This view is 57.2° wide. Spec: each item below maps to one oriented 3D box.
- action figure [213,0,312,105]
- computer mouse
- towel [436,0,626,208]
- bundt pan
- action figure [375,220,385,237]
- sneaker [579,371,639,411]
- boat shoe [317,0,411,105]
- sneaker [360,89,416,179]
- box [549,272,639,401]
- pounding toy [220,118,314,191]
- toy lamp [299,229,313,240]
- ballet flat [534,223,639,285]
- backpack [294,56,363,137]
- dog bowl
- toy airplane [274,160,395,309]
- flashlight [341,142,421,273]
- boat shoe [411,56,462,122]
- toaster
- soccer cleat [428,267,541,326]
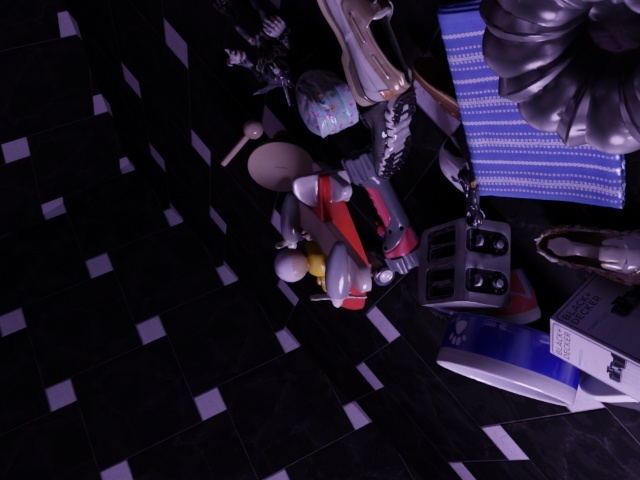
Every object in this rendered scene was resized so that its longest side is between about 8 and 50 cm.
[{"bbox_3d":[-0.133,-0.432,1.290,0.275,0.164,0.141,59,-161,4],"label":"action figure"},{"bbox_3d":[0.241,-0.116,1.035,0.193,0.042,0.106,-95,-16,-52],"label":"computer mouse"},{"bbox_3d":[0.306,-0.193,0.850,0.243,0.040,0.335,10,134,41],"label":"towel"},{"bbox_3d":[0.320,-0.229,0.641,0.331,0.124,0.330,30,148,21],"label":"bundt pan"},{"bbox_3d":[0.177,-0.006,1.487,0.115,0.030,0.038,51,154,19],"label":"action figure"},{"bbox_3d":[0.577,0.278,1.009,0.147,0.104,0.296,42,167,-3],"label":"sneaker"},{"bbox_3d":[0.076,-0.391,1.018,0.103,0.113,0.302,-7,116,39],"label":"boat shoe"},{"bbox_3d":[0.129,-0.228,1.185,0.106,0.078,0.234,45,153,28],"label":"sneaker"},{"bbox_3d":[0.512,0.159,0.867,0.290,0.169,0.087,32,150,45],"label":"box"},{"bbox_3d":[-0.128,-0.246,1.612,0.237,0.110,0.183,24,135,-24],"label":"pounding toy"},{"bbox_3d":[-0.011,0.000,1.818,0.275,0.080,0.080,34,152,36],"label":"toy lamp"},{"bbox_3d":[0.435,0.021,0.910,0.241,0.077,0.091,7,93,61],"label":"ballet flat"},{"bbox_3d":[0.014,-0.286,1.234,0.151,0.115,0.182,58,176,-29],"label":"backpack"},{"bbox_3d":[0.372,0.234,1.160,0.265,0.104,0.265,19,169,4],"label":"dog bowl"},{"bbox_3d":[0.000,0.000,1.480,0.384,0.273,0.386,59,172,11],"label":"toy airplane"},{"bbox_3d":[0.145,-0.070,1.357,0.304,0.103,0.103,59,161,-19],"label":"flashlight"},{"bbox_3d":[0.220,-0.241,0.989,0.178,0.064,0.060,43,155,17],"label":"boat shoe"},{"bbox_3d":[0.279,0.051,1.159,0.186,0.110,0.167,159,119,-64],"label":"toaster"},{"bbox_3d":[0.338,0.113,1.268,0.318,0.109,0.116,-3,102,66],"label":"soccer cleat"}]
